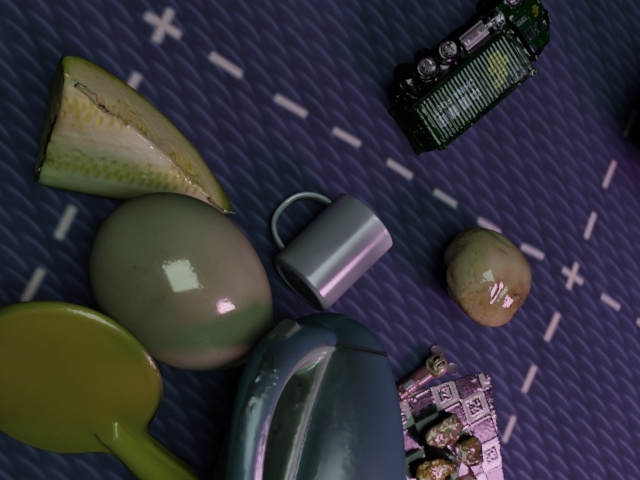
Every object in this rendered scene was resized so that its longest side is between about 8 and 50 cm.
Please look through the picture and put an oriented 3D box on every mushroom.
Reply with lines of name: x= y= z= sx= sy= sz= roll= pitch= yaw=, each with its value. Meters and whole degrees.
mushroom: x=0.231 y=0.050 z=1.363 sx=0.112 sy=0.148 sz=0.148 roll=-38 pitch=110 yaw=24

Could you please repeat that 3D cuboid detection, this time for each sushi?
sushi: x=0.187 y=0.311 z=1.392 sx=0.192 sy=0.040 sz=0.210 roll=-13 pitch=97 yaw=-22

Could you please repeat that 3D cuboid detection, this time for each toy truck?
toy truck: x=0.211 y=-0.246 z=1.361 sx=0.259 sy=0.088 sz=0.121 roll=-40 pitch=105 yaw=-15

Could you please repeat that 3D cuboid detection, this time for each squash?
squash: x=-0.202 y=-0.131 z=1.178 sx=0.252 sy=0.093 sz=0.169 roll=10 pitch=132 yaw=-22

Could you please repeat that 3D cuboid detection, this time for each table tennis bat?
table tennis bat: x=-0.260 y=0.204 z=1.153 sx=0.224 sy=0.054 sz=0.369 roll=-29 pitch=120 yaw=19

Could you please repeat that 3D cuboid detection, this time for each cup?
cup: x=0.004 y=0.007 z=1.288 sx=0.133 sy=0.136 sz=0.099 roll=-45 pitch=141 yaw=-15

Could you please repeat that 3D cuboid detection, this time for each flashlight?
flashlight: x=0.140 y=0.192 z=1.371 sx=0.110 sy=0.031 sz=0.052 roll=-33 pitch=72 yaw=-17

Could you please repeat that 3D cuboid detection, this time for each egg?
egg: x=-0.159 y=0.055 z=1.158 sx=0.253 sy=0.188 sz=0.189 roll=44 pitch=75 yaw=-27

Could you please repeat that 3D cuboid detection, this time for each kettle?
kettle: x=-0.021 y=0.253 z=1.171 sx=0.319 sy=0.247 sz=0.342 roll=23 pitch=75 yaw=-66
